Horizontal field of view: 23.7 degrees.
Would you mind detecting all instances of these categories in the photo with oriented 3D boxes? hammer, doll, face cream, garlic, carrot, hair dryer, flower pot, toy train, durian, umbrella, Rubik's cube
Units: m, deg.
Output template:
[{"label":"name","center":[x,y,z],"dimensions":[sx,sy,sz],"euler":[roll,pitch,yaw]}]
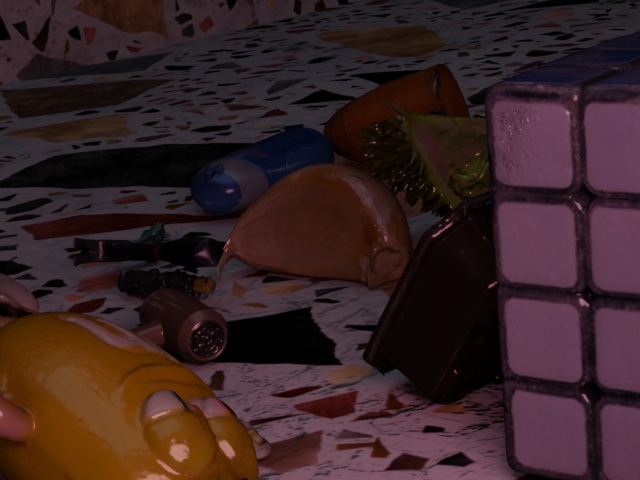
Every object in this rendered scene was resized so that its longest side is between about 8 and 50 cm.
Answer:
[{"label":"hammer","center":[-0.207,0.014,1.884],"dimensions":[0.137,0.037,0.290],"euler":[-2,1,-32]},{"label":"doll","center":[-0.200,0.131,1.273],"dimensions":[0.423,0.161,0.348],"euler":[30,10,2]},{"label":"face cream","center":[-0.090,-0.101,2.277],"dimensions":[0.149,0.083,0.264],"euler":[4,19,35]},{"label":"garlic","center":[-0.001,-0.010,1.893],"dimensions":[0.245,0.145,0.164],"euler":[-1,48,26]},{"label":"carrot","center":[0.114,-0.176,2.393],"dimensions":[0.225,0.159,0.159],"euler":[-14,14,15]},{"label":"hair dryer","center":[-0.197,0.114,1.639],"dimensions":[0.182,0.064,0.117],"euler":[-23,23,-24]},{"label":"flower pot","center":[0.155,0.060,1.427],"dimensions":[0.179,0.251,0.084],"euler":[-16,57,-33]},{"label":"toy train","center":[-0.232,-0.002,2.098],"dimensions":[0.045,0.029,0.092],"euler":[-21,11,5]},{"label":"durian","center":[0.209,-0.098,1.941],"dimensions":[0.355,0.169,0.157],"euler":[7,27,-18]},{"label":"umbrella","center":[-0.188,0.055,1.858],"dimensions":[0.144,0.040,0.037],"euler":[1,25,37]},{"label":"Rubik's cube","center":[0.362,0.008,1.261],"dimensions":[0.337,0.343,0.344],"euler":[6,21,36]}]
